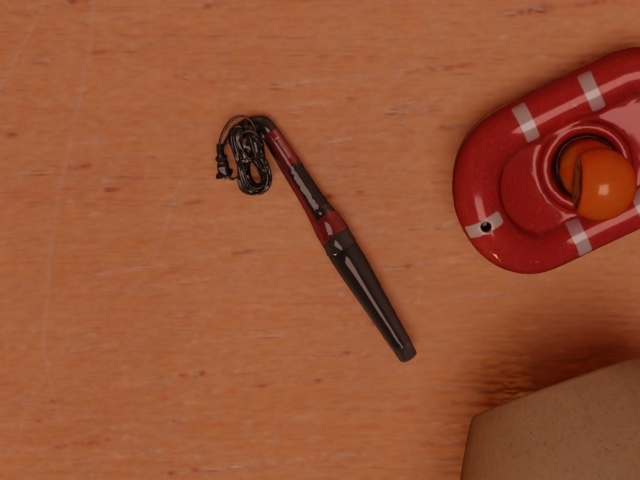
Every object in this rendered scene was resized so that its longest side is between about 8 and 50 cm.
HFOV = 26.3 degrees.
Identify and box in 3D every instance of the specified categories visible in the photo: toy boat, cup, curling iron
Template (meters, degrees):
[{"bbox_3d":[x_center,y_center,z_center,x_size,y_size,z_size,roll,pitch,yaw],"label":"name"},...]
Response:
[{"bbox_3d":[0.224,-0.057,1.152,0.231,0.151,0.151,-26,103,9],"label":"toy boat"},{"bbox_3d":[0.249,0.236,1.179,0.331,0.331,0.237,-21,78,8],"label":"cup"},{"bbox_3d":[0.000,0.000,1.237,0.068,0.035,0.274,-37,101,15],"label":"curling iron"}]
